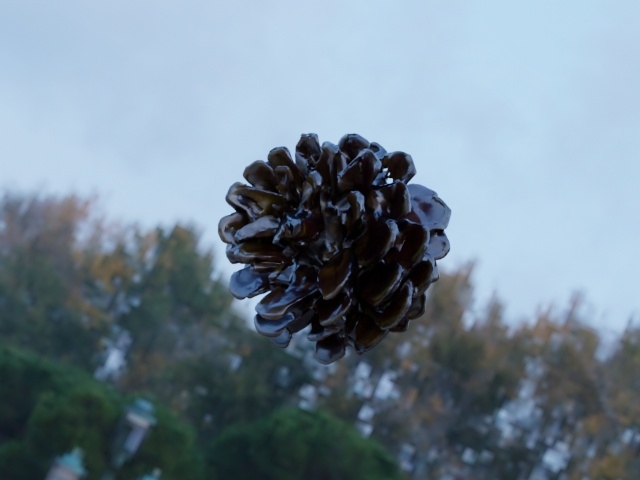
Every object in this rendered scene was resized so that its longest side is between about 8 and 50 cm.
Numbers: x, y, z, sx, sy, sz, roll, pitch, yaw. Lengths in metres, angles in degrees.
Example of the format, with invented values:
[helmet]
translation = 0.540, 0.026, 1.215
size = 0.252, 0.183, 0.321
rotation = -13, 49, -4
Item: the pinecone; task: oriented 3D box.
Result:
[pinecone]
translation = 0.002, -0.001, 1.027
size = 0.140, 0.140, 0.121
rotation = 8, -18, 45
